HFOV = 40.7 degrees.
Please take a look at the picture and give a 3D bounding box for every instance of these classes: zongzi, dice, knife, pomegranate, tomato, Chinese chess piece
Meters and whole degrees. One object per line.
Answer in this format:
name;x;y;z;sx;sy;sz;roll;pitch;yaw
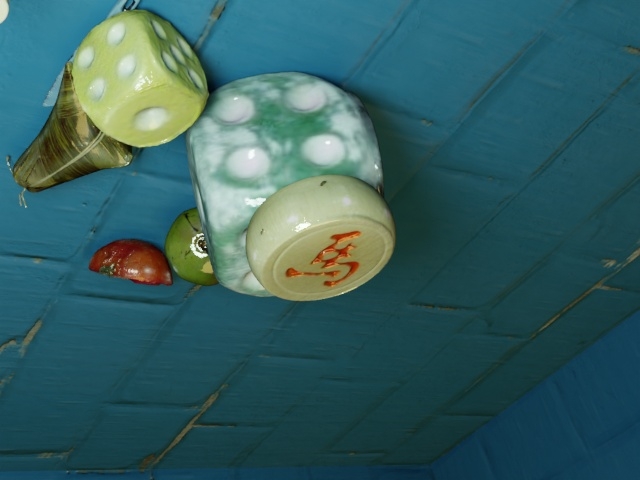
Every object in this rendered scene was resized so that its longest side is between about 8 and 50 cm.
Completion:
zongzi;-0.506;-0.204;1.596;0.248;0.111;0.241;-19;135;8
dice;-0.310;-0.277;1.490;0.166;0.169;0.169;-30;154;19
knife;-0.409;-0.333;1.524;0.045;0.019;0.313;20;132;-37
pomegranate;-0.269;0.021;1.957;0.179;0.179;0.210;-1;155;-23
dice;-0.073;-0.110;1.711;0.349;0.327;0.330;-12;146;-9
tomato;-0.428;0.046;1.987;0.189;0.099;0.173;10;178;32
Chinese chess piece;0.000;0.000;1.515;0.274;0.102;0.273;-12;145;-9

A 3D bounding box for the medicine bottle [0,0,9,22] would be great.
medicine bottle;-0.470;-0.399;1.191;0.114;0.252;0.114;-12;145;-9
